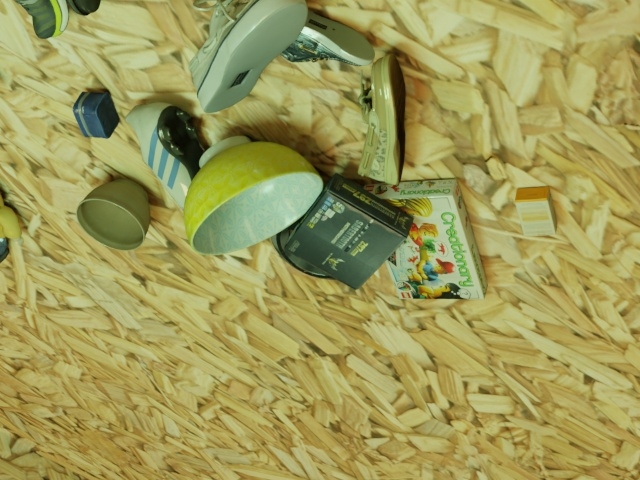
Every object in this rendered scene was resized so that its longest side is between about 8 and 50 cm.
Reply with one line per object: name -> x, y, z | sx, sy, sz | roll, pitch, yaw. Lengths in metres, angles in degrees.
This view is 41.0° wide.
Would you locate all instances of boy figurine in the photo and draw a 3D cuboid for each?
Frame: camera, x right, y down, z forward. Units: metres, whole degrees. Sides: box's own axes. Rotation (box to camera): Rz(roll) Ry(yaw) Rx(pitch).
boy figurine -> -0.818, -0.043, 2.122 | 0.177, 0.092, 0.285 | 27, 143, -3

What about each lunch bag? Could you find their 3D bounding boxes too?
lunch bag -> -0.461, -0.254, 1.749 | 0.065, 0.067, 0.098 | 8, 140, 16

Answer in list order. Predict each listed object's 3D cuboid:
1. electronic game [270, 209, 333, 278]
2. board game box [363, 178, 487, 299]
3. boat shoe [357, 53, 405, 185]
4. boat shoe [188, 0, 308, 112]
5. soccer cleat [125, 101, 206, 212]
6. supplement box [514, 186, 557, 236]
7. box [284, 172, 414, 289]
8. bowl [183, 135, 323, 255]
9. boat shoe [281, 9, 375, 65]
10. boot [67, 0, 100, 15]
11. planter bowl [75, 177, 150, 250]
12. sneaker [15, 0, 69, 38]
electronic game -> 0.000, 0.000, 1.853 | 0.229, 0.048, 0.229 | 11, 134, 11
board game box -> 0.218, 0.005, 1.762 | 0.193, 0.053, 0.305 | -2, 135, 26
boat shoe -> 0.102, -0.208, 1.534 | 0.089, 0.104, 0.285 | 7, 139, 12
boat shoe -> -0.144, -0.359, 1.441 | 0.156, 0.136, 0.367 | 64, 154, 5
soccer cleat -> -0.290, -0.152, 1.776 | 0.143, 0.116, 0.331 | 13, 140, 34
supplement box -> 0.410, -0.055, 1.627 | 0.062, 0.036, 0.098 | -3, 135, 25
box -> 0.053, -0.012, 1.732 | 0.183, 0.059, 0.232 | 30, 141, -9
bowl -> -0.156, -0.110, 1.687 | 0.156, 0.290, 0.289 | 61, 142, 18
boat shoe -> 0.002, -0.333, 1.473 | 0.183, 0.065, 0.083 | 28, 140, 2
boot -> -0.307, -0.454, 1.447 | 0.229, 0.091, 0.263 | 19, 144, -4
planter bowl -> -0.449, -0.071, 1.917 | 0.162, 0.109, 0.162 | 11, 139, 10
sneaker -> -0.513, -0.451, 1.462 | 0.121, 0.111, 0.300 | -22, 158, -16
